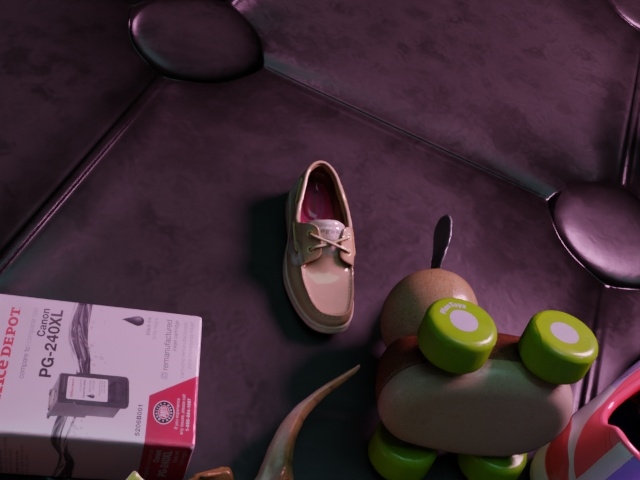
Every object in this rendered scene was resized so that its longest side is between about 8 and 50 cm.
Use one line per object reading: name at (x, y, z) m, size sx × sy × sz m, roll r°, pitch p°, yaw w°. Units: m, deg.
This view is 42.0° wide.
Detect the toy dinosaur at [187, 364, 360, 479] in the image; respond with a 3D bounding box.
toy dinosaur at (-0.037, 0.183, 0.588) m, size 0.112 × 0.064 × 0.211 m, roll 18°, pitch 57°, yaw -25°

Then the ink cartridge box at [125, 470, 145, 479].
ink cartridge box at (-0.052, 0.266, 0.431) m, size 0.255 × 0.097 × 0.189 m, roll 45°, pitch 52°, yaw -4°

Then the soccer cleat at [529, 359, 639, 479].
soccer cleat at (0.308, 0.131, 0.699) m, size 0.318 × 0.116 × 0.108 m, roll -25°, pitch 65°, yaw -33°

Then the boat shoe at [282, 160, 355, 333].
boat shoe at (0.000, 0.000, 0.738) m, size 0.063 × 0.059 × 0.170 m, roll 2°, pitch 51°, yaw -17°

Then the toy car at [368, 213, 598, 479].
toy car at (0.108, 0.074, 0.667) m, size 0.149 × 0.155 × 0.188 m, roll 8°, pitch 38°, yaw -13°

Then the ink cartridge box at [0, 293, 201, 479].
ink cartridge box at (-0.165, 0.106, 0.592) m, size 0.150 × 0.063 × 0.109 m, roll 8°, pitch 50°, yaw -13°
